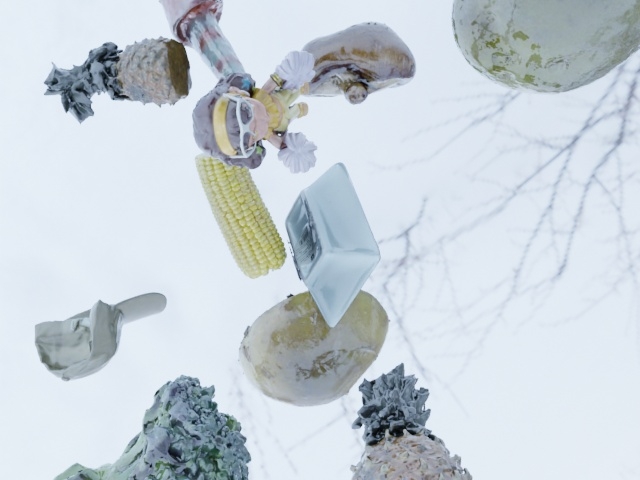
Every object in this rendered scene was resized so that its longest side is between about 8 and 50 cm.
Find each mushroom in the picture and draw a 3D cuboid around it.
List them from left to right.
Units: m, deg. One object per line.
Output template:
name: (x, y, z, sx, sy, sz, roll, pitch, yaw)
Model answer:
mushroom: (0.060, -0.330, 2.009, 0.231, 0.138, 0.194, -6, -164, 14)

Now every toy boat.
toy boat: (-0.151, -0.285, 1.735, 0.096, 0.282, 0.206, -32, 167, -11)

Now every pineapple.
pineapple: (-0.331, -0.258, 1.750, 0.237, 0.119, 0.111, -5, 142, 14)
pineapple: (0.099, 0.250, 1.242, 0.158, 0.278, 0.158, -3, 132, -3)

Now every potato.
potato: (-0.012, 0.210, 1.994, 0.299, 0.116, 0.239, -31, 121, 12)
potato: (0.229, -0.239, 1.003, 0.235, 0.160, 0.178, -30, 133, 20)

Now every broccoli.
broccoli: (-0.202, 0.235, 0.927, 0.304, 0.165, 0.145, -26, 132, 5)

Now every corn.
corn: (-0.139, -0.051, 1.883, 0.093, 0.244, 0.093, -25, -177, 2)

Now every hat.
hat: (-0.308, 0.145, 1.605, 0.173, 0.144, 0.166, 15, 157, -41)

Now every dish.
dish: (0.000, 0.000, 1.850, 0.080, 0.243, 0.182, 10, 130, -29)

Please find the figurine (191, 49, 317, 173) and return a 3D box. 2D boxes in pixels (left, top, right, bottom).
figurine: (-0.081, -0.179, 1.544, 0.240, 0.116, 0.174, -23, 116, -46)
